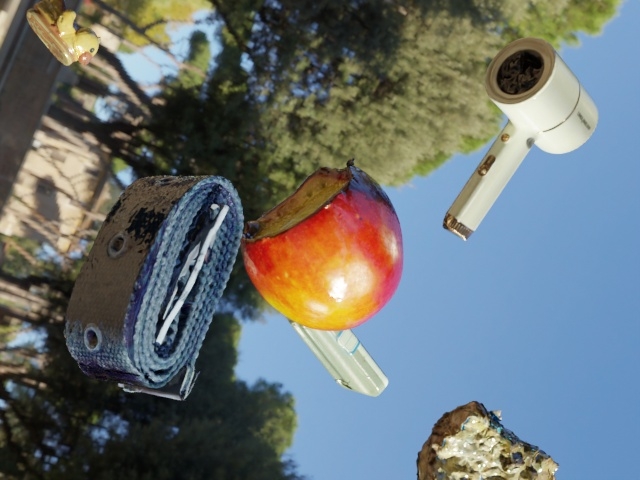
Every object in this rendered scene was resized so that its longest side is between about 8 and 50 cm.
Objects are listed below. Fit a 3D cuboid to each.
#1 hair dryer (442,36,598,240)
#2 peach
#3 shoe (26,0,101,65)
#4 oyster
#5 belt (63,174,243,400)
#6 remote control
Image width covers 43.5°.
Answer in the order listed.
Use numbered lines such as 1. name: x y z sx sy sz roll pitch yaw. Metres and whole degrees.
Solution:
1. hair dryer: 0.313 -0.143 1.369 0.128 0.203 0.362 38 -84 43
2. peach: 0.000 0.000 0.910 0.226 0.189 0.196 64 29 -61
3. shoe: -0.389 -0.322 1.218 0.069 0.109 0.072 -48 171 -23
4. oyster: 0.222 0.326 1.059 0.092 0.198 0.260 -164 -119 -77
5. belt: -0.169 0.033 0.780 0.128 0.122 0.218 4 -117 36
6. remote control: -0.006 0.158 1.470 0.065 0.335 0.128 -45 -159 -21
